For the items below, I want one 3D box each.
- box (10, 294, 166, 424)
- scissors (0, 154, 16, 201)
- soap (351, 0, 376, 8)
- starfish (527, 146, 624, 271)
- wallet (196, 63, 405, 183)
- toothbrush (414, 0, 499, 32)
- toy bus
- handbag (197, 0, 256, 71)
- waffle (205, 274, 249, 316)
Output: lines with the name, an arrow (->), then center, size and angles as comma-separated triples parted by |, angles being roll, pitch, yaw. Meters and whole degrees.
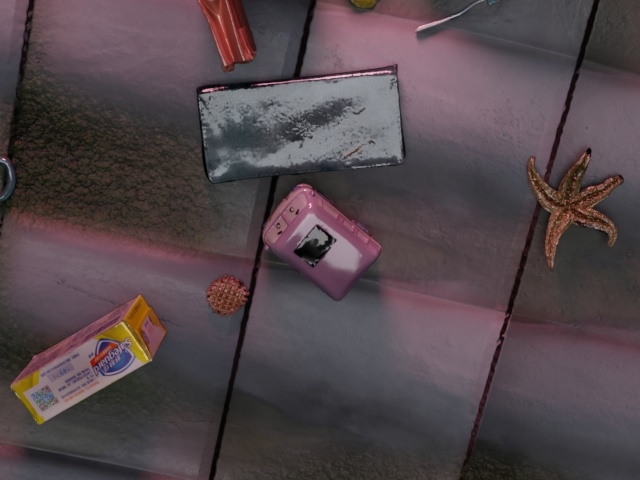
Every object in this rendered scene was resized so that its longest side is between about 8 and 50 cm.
box -> -0.439, 0.225, 2.039 | 0.265, 0.168, 0.097 | -30, 101, 7
scissors -> -0.672, -0.036, 2.034 | 0.138, 0.041, 0.289 | 15, 105, -11
soap -> 0.064, -0.497, 1.895 | 0.089, 0.033, 0.168 | -30, 104, 12
starfish -> 0.465, -0.061, 1.997 | 0.213, 0.057, 0.238 | 27, 100, 2
wallet -> -0.037, -0.213, 1.970 | 0.379, 0.046, 0.190 | -6, 106, 2
toothbrush -> 0.245, -0.411, 1.926 | 0.162, 0.014, 0.017 | -20, 85, 7
toy bus -> 0.000, 0.000, 1.976 | 0.202, 0.142, 0.142 | 38, 103, -9
handbag -> -0.161, -0.378, 1.839 | 0.059, 0.212, 0.157 | -17, 105, 6
waffle -> -0.183, 0.109, 2.071 | 0.083, 0.029, 0.075 | -32, 102, 12
